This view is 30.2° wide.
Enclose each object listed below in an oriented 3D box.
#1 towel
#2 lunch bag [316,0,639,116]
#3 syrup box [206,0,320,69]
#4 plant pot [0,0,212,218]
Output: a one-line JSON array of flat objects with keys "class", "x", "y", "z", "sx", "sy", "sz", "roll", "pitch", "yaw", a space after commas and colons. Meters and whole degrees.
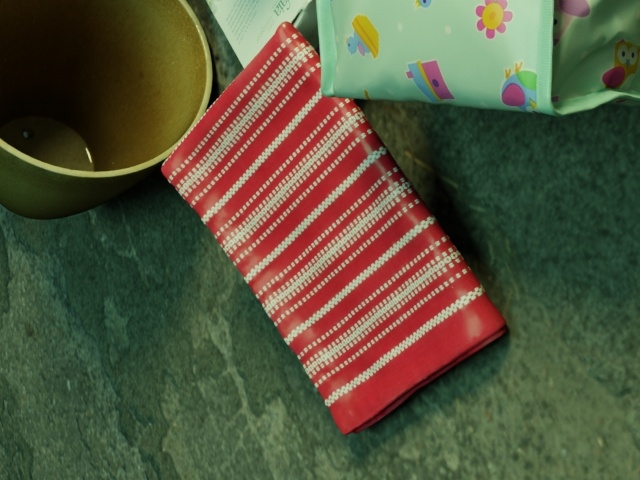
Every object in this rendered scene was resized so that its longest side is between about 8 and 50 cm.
[{"class": "towel", "x": 0.000, "y": 0.000, "z": 0.893, "sx": 0.275, "sy": 0.031, "sz": 0.199, "roll": 55, "pitch": 134, "yaw": 5}, {"class": "lunch bag", "x": 0.108, "y": -0.214, "z": 0.720, "sx": 0.223, "sy": 0.160, "sz": 0.262, "roll": 12, "pitch": 107, "yaw": 51}, {"class": "syrup box", "x": -0.043, "y": -0.236, "z": 0.954, "sx": 0.093, "sy": 0.096, "sz": 0.237, "roll": -54, "pitch": 54, "yaw": 39}, {"class": "plant pot", "x": -0.252, "y": -0.121, "z": 1.150, "sx": 0.254, "sy": 0.237, "sz": 0.237, "roll": 136, "pitch": 123, "yaw": -61}]
